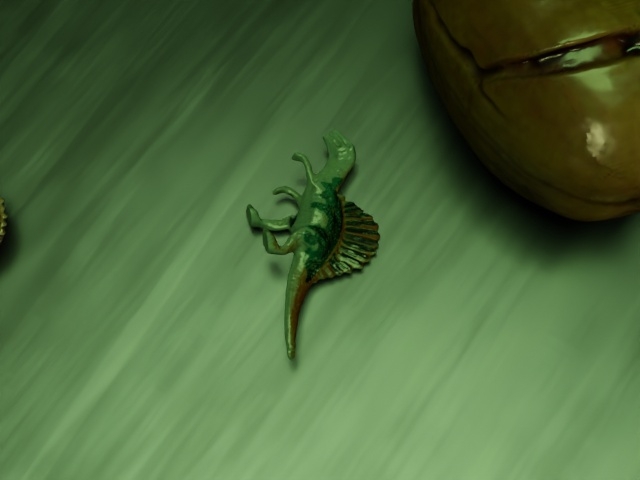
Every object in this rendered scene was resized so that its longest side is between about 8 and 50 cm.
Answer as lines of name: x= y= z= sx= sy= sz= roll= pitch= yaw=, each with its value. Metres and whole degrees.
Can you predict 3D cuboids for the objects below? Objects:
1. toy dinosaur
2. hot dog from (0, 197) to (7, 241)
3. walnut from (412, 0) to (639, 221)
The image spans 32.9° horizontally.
toy dinosaur: x=0.001 y=-0.001 z=0.902 sx=0.106 sy=0.044 sz=0.187 roll=-9 pitch=67 yaw=-19
hot dog: x=-0.341 y=-0.044 z=0.919 sx=0.192 sy=0.053 sz=0.099 roll=40 pitch=79 yaw=17
walnut: x=0.177 y=-0.165 z=0.877 sx=0.209 sy=0.209 sz=0.336 roll=-33 pitch=65 yaw=-11
